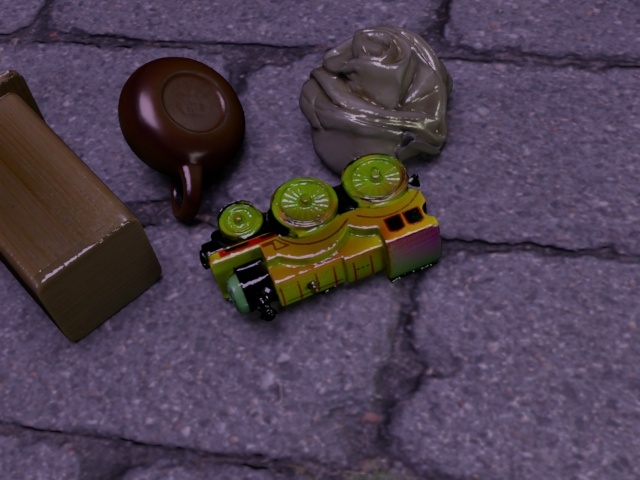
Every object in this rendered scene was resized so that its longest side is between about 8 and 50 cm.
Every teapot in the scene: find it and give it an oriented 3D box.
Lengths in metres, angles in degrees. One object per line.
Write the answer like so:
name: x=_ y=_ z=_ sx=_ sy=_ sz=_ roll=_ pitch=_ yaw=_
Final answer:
teapot: x=-0.194 y=-0.141 z=1.344 sx=0.178 sy=0.135 sz=0.252 roll=2 pitch=69 yaw=-24

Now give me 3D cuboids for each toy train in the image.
toy train: x=0.000 y=0.000 z=1.208 sx=0.296 sy=0.100 sz=0.160 roll=-20 pitch=55 yaw=-5

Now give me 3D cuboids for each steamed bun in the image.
steamed bun: x=0.079 y=-0.207 z=1.320 sx=0.218 sy=0.144 sz=0.211 roll=-19 pitch=54 yaw=-3

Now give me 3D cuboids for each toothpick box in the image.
toothpick box: x=-0.365 y=-0.039 z=1.258 sx=0.187 sy=0.190 sz=0.308 roll=-38 pitch=62 yaw=-18
